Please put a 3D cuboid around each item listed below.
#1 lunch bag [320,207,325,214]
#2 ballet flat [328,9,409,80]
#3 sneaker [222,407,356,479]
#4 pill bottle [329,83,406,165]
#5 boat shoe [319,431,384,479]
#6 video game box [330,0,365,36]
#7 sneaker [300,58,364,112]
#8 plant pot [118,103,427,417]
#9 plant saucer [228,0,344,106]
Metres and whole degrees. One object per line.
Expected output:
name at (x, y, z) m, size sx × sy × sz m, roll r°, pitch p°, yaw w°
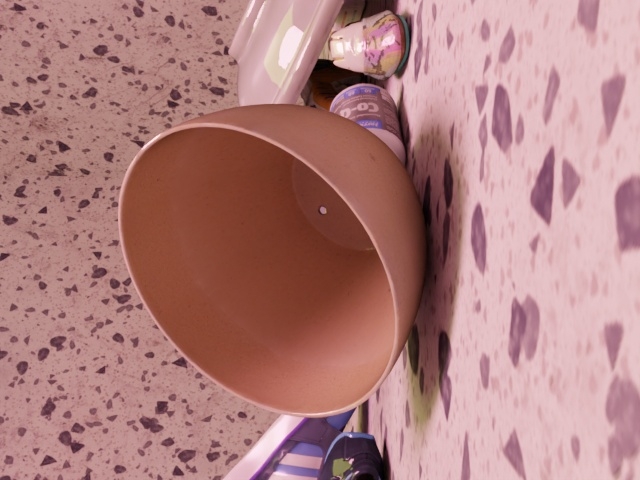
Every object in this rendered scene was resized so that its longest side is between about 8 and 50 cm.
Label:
lunch bag at (0.005, 0.022, 1.183) m, size 0.303 × 0.114 × 0.243 m, roll 142°, pitch 136°, yaw -76°
ballet flat at (0.049, -0.225, 1.015) m, size 0.221 × 0.079 × 0.077 m, roll -105°, pitch 16°, yaw -77°
sneaker at (0.007, 0.355, 1.179) m, size 0.323 × 0.236 × 0.130 m, roll -45°, pitch -17°, yaw -8°
pill bottle at (0.050, -0.102, 0.940) m, size 0.137 × 0.078 × 0.078 m, roll -94°, pitch 7°, yaw -50°
boat shoe at (0.021, 0.353, 1.023) m, size 0.089 × 0.108 × 0.258 m, roll -111°, pitch 20°, yaw -71°
video game box at (0.045, -0.447, 1.424) m, size 0.187 × 0.048 × 0.205 m, roll 147°, pitch 125°, yaw -83°
sneaker at (0.013, -0.189, 1.314) m, size 0.296 × 0.111 × 0.131 m, roll -94°, pitch 6°, yaw -63°
plant pot at (-0.016, -0.010, 0.810) m, size 0.191 × 0.284 × 0.284 m, roll -44°, pitch -34°, yaw -47°
plant saucer at (-0.038, -0.326, 1.174) m, size 0.400 × 0.100 × 0.401 m, roll -157°, pitch 90°, yaw -79°
